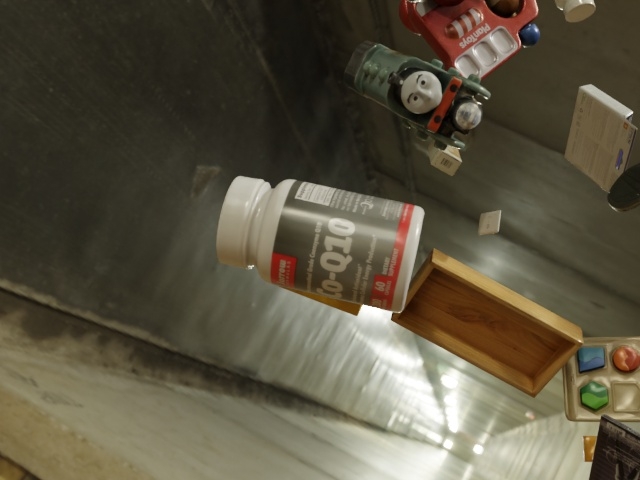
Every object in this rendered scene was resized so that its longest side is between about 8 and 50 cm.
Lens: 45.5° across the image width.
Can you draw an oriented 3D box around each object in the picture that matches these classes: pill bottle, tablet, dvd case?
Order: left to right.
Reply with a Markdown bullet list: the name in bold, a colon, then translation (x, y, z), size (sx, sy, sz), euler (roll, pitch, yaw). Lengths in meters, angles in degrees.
- **pill bottle**: translation (0.000, 0.000, 1.132), size (0.161, 0.283, 0.161), euler (12, 90, -83)
- **tablet**: translation (0.403, -0.042, 1.825), size (0.083, 0.006, 0.054), euler (168, -68, -69)
- **pill bottle**: translation (0.420, -0.431, 1.282), size (0.067, 0.067, 0.120), euler (64, 15, -69)
- **dvd case**: translation (0.619, 0.481, 1.531), size (0.018, 0.164, 0.221), euler (-12, 115, -34)

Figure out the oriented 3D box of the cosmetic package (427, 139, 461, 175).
- **cosmetic package**: translation (0.279, -0.193, 1.721), size (0.041, 0.060, 0.115), euler (-58, -169, 24)

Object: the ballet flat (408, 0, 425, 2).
- **ballet flat**: translation (0.159, -0.460, 1.140), size (0.316, 0.107, 0.106), euler (85, 1, -57)

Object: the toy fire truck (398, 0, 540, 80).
- **toy fire truck**: translation (0.333, -0.483, 1.611), size (0.302, 0.254, 0.169), euler (-38, -178, -20)

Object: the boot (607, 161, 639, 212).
- **boot**: translation (0.736, -0.107, 1.660), size (0.236, 0.085, 0.178), euler (-40, 137, -2)

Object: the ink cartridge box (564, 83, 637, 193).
- **ink cartridge box**: translation (0.722, -0.251, 1.942), size (0.045, 0.224, 0.223), euler (-16, 133, -16)

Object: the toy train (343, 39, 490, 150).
- **toy train**: translation (0.165, -0.269, 1.371), size (0.142, 0.190, 0.334), euler (-64, -159, 14)

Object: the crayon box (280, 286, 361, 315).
- **crayon box**: translation (0.034, 0.058, 1.830), size (0.323, 0.203, 0.083), euler (-55, 163, -55)

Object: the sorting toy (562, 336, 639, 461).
- **sorting toy**: translation (0.720, 0.388, 1.883), size (0.041, 0.229, 0.307), euler (61, 29, -66)

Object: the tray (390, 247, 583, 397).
- **tray**: translation (0.402, 0.203, 1.861), size (0.203, 0.411, 0.076), euler (-60, -177, 31)
